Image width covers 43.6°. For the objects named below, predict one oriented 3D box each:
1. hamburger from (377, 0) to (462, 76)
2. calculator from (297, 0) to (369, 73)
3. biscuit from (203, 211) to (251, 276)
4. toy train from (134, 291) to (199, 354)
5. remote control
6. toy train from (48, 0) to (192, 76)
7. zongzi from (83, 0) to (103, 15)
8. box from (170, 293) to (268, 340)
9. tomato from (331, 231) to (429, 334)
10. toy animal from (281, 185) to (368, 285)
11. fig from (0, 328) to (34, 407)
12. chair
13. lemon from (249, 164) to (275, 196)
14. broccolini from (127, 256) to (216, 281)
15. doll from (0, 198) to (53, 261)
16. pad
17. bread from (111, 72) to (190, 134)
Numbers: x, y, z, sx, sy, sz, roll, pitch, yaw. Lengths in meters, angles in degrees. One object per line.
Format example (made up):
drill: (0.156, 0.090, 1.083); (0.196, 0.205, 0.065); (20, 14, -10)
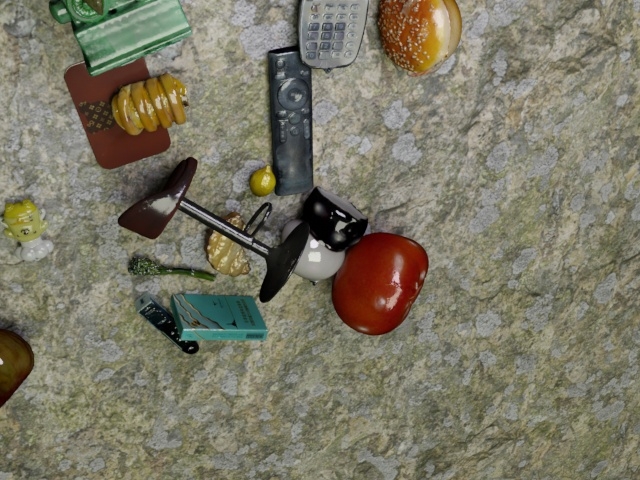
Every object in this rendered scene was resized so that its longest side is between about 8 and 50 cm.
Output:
hamburger: (0.226, -0.492, 1.836); (0.147, 0.237, 0.237); (-28, 129, -23)
calculator: (0.029, -0.513, 1.826); (0.177, 0.040, 0.268); (-7, 116, -28)
biscuit: (-0.244, 0.009, 2.059); (0.118, 0.061, 0.183); (-9, 122, -15)
toy train: (-0.404, 0.228, 2.139); (0.052, 0.051, 0.234); (-37, 131, 3)
remote control: (-0.069, -0.285, 1.952); (0.107, 0.044, 0.378); (-15, 126, -22)
toy train: (-0.406, -0.478, 1.628); (0.266, 0.145, 0.202); (-24, 130, -6)
zongzi: (-0.554, -0.565, 1.404); (0.323, 0.160, 0.361); (-17, 105, -30)
box: (-0.269, 0.202, 2.107); (0.229, 0.162, 0.041); (3, 119, -24)
tomato: (0.155, 0.112, 2.168); (0.226, 0.298, 0.299); (24, 117, 13)
toy animal: (0.000, -0.007, 2.084); (0.187, 0.165, 0.235); (26, 111, -30)
fig: (-0.858, 0.265, 1.914); (0.321, 0.217, 0.217); (43, 100, -14)
chair: (-0.249, -0.040, 1.882); (0.401, 0.226, 0.226); (29, 108, -16)
lemon: (-0.143, -0.148, 1.995); (0.065, 0.065, 0.092); (11, 121, -28)
broccolini: (-0.380, 0.078, 2.064); (0.239, 0.051, 0.054); (9, 161, -33)
doll: (-0.680, -0.020, 1.859); (0.106, 0.062, 0.162); (-13, 126, -8)
pad: (-0.455, -0.294, 1.813); (0.181, 0.004, 0.267); (-20, 126, -10)
bread: (-0.376, -0.300, 1.789); (0.177, 0.084, 0.119); (-19, 125, -6)
